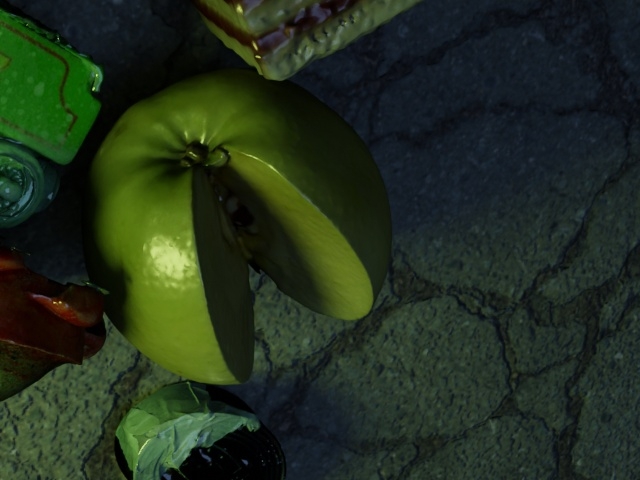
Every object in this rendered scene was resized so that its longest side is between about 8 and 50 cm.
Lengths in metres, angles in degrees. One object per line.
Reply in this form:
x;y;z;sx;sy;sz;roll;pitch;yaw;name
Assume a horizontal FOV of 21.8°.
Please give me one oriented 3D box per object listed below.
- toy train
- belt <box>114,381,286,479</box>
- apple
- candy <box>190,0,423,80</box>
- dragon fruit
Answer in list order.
-0.313;-0.123;1.433;0.243;0.132;0.188;31;89;-39;toy train
-0.128;0.232;1.776;0.198;0.078;0.151;30;99;-38;belt
-0.080;-0.015;1.525;0.292;0.292;0.254;-36;145;-10;apple
0.029;-0.287;1.519;0.321;0.179;0.135;-30;126;-15;candy
-0.328;0.050;1.435;0.295;0.268;0.130;24;86;-12;dragon fruit
